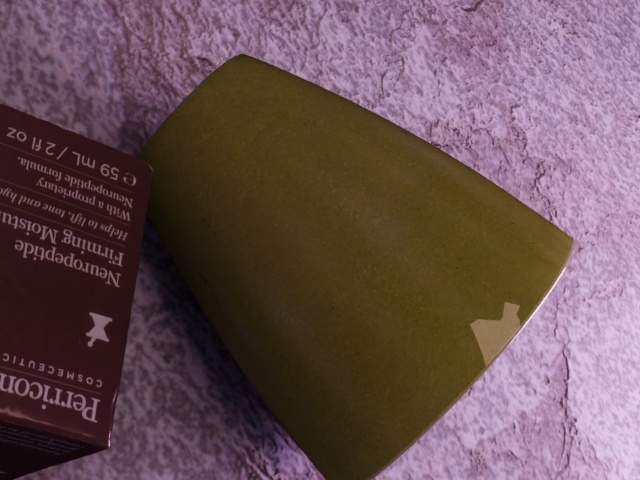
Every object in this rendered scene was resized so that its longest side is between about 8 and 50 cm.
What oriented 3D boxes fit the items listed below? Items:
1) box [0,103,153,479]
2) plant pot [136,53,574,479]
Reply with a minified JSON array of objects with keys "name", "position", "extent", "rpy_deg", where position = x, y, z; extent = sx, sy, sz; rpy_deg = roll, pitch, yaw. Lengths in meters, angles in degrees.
[{"name":"box","position":[-0.233,0.036,0.859],"extent":[0.168,0.167,0.203],"rpy_deg":[21,62,-32]},{"name":"plant pot","position":[0.000,0.000,1.025],"extent":[0.293,0.275,0.275],"rpy_deg":[43,51,0]}]
